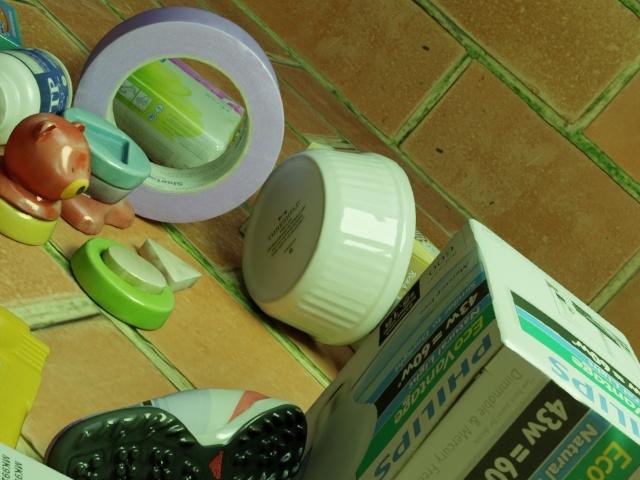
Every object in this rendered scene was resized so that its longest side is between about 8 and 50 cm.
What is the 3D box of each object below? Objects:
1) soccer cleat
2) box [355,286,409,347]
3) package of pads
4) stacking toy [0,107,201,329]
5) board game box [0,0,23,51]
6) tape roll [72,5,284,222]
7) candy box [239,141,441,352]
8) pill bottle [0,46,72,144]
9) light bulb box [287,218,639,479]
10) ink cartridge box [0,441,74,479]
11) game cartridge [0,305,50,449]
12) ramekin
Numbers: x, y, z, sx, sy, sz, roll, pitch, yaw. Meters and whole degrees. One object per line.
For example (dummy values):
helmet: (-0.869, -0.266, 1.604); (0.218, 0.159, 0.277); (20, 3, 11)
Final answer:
soccer cleat: (-0.146, 0.189, 1.180); (0.116, 0.109, 0.318); (12, 7, 36)
box: (0.144, 0.127, 1.756); (0.170, 0.091, 0.130); (16, 6, -26)
package of pads: (-0.241, -0.206, 2.037); (0.229, 0.101, 0.296); (37, 16, -7)
stacking toy: (-0.241, -0.049, 1.526); (0.279, 0.130, 0.309); (40, 15, 0)
board game box: (-0.523, -0.337, 1.819); (0.210, 0.047, 0.160); (32, 17, -33)
tape roll: (-0.187, -0.165, 1.709); (0.274, 0.275, 0.090); (35, 16, -19)
candy box: (0.051, 0.024, 1.930); (0.316, 0.183, 0.087); (46, 16, 18)
pill bottle: (-0.384, -0.175, 1.572); (0.112, 0.112, 0.187); (40, 15, -1)
light bulb box: (0.130, 0.220, 1.225); (0.225, 0.358, 0.361); (36, 14, -8)
ink cartridge box: (-0.177, 0.256, 0.820); (0.289, 0.121, 0.211); (34, 17, -26)
game cartridge: (-0.358, 0.081, 1.020); (0.285, 0.053, 0.324); (37, 16, -15)
ramekin: (0.000, 0.000, 1.753); (0.127, 0.273, 0.273); (16, 26, -31)
